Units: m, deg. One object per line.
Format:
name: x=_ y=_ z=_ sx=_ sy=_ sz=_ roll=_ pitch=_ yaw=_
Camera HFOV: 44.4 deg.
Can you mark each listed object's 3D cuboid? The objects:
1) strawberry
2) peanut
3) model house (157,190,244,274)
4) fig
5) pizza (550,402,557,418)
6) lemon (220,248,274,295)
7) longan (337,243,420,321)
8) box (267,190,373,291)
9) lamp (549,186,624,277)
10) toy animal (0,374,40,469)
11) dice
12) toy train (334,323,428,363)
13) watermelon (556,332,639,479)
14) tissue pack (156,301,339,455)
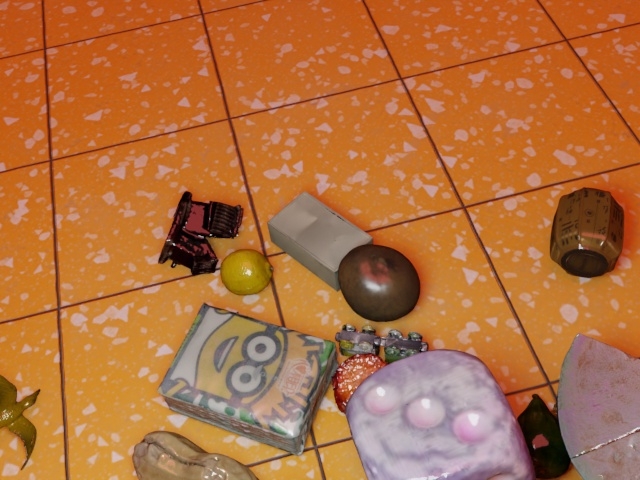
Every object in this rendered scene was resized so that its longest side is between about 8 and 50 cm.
strawberry: x=0.094 y=0.302 z=1.608 sx=0.145 sy=0.086 sz=0.145 roll=-4 pitch=51 yaw=5
peanut: x=-0.235 y=0.456 z=1.501 sx=0.290 sy=0.130 sz=0.130 roll=17 pitch=56 yaw=20
model house: x=-0.285 y=-0.013 z=1.886 sx=0.164 sy=0.141 sz=0.203 roll=20 pitch=76 yaw=-6
fig: x=0.421 y=0.366 z=1.515 sx=0.117 sy=0.117 sz=0.177 roll=4 pitch=54 yaw=9
pizza: x=0.479 y=0.363 z=1.561 sx=0.078 sy=0.025 sz=0.083 roll=-28 pitch=55 yaw=-15
lemon: x=-0.169 y=0.072 z=1.798 sx=0.133 sy=0.109 sz=0.109 roll=-12 pitch=51 yaw=15
longan: x=0.127 y=0.092 z=1.716 sx=0.187 sy=0.167 sz=0.167 roll=44 pitch=63 yaw=-7
box: x=0.000 y=0.000 z=1.850 sx=0.225 sy=0.086 sz=0.129 roll=36 pitch=65 yaw=28
lamp: x=0.599 y=-0.018 z=1.764 sx=0.161 sy=0.161 sz=0.185 roll=11 pitch=55 yaw=14
toy animal: x=-0.656 y=0.353 z=1.647 sx=0.095 sy=0.219 sz=0.155 roll=-19 pitch=14 yaw=12
dice: x=0.209 y=0.378 z=1.397 sx=0.271 sy=0.270 sz=0.270 roll=-21 pitch=41 yaw=-2
toy train: x=0.131 y=0.225 z=1.673 sx=0.202 sy=0.081 sz=0.060 roll=5 pitch=52 yaw=18
watermelon: x=0.601 y=0.367 z=1.454 sx=0.319 sy=0.222 sz=0.292 roll=14 pitch=77 yaw=47
tissue pack: x=-0.143 y=0.280 z=1.623 sx=0.311 sy=0.128 sz=0.228 roll=14 pitch=57 yaw=17
